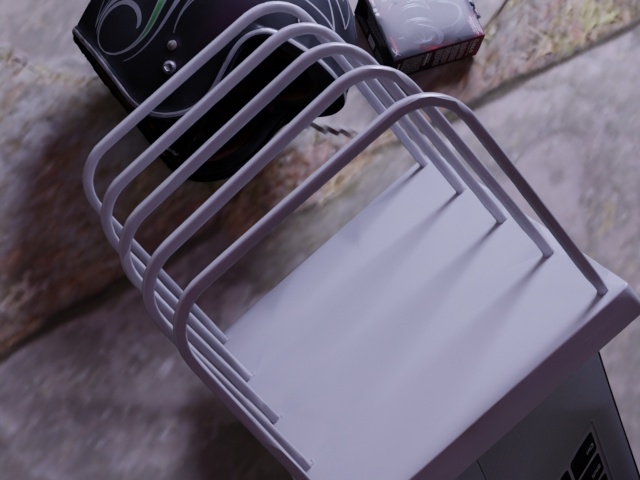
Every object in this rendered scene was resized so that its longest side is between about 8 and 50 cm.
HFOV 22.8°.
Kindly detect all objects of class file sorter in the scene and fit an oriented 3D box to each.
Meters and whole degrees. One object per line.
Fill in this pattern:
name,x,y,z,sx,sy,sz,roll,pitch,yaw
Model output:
file sorter,0.000,0.000,0.871,0.193,0.277,0.173,-42,115,-1

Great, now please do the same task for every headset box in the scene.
headset box,0.076,-0.159,1.155,0.083,0.032,0.062,-18,71,-16

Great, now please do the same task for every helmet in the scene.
helmet,-0.063,-0.134,1.047,0.161,0.169,0.169,-38,77,-5

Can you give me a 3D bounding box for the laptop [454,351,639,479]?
laptop,0.176,0.309,0.865,0.236,0.408,0.382,17,58,35
